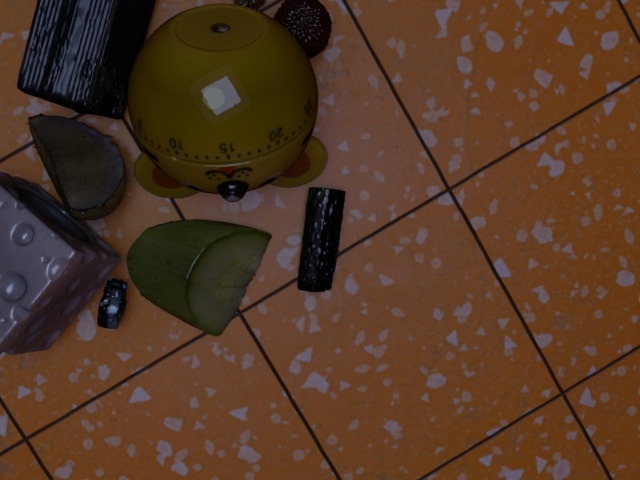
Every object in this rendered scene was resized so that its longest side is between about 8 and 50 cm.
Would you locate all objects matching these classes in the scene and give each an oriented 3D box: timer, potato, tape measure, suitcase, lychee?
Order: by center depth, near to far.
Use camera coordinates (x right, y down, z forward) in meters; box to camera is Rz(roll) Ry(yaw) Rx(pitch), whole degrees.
[{"bbox_3d":[-0.417,-0.400,1.419,0.152,0.229,0.335,17,93,2],"label":"suitcase"},{"bbox_3d":[-0.169,-0.218,1.422,0.375,0.376,0.387,-4,137,-4],"label":"timer"},{"bbox_3d":[-0.032,-0.412,1.498,0.123,0.129,0.123,11,67,-27],"label":"lychee"},{"bbox_3d":[-0.454,-0.141,1.500,0.138,0.098,0.243,-23,68,-22],"label":"potato"},{"bbox_3d":[-0.408,0.126,1.527,0.054,0.091,0.094,12,75,-12],"label":"tape measure"}]

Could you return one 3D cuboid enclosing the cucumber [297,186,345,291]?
[{"bbox_3d":[0.002,0.000,1.562,0.077,0.062,0.212,7,93,-6],"label":"cucumber"}]

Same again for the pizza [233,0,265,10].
[{"bbox_3d":[-0.130,-0.526,1.518,0.188,0.062,0.199,5,95,-3],"label":"pizza"}]

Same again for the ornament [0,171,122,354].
[{"bbox_3d":[-0.553,0.041,1.411,0.239,0.240,0.240,39,90,7],"label":"ornament"}]

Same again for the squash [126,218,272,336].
[{"bbox_3d":[-0.255,0.044,1.569,0.204,0.155,0.237,26,90,-43],"label":"squash"}]
